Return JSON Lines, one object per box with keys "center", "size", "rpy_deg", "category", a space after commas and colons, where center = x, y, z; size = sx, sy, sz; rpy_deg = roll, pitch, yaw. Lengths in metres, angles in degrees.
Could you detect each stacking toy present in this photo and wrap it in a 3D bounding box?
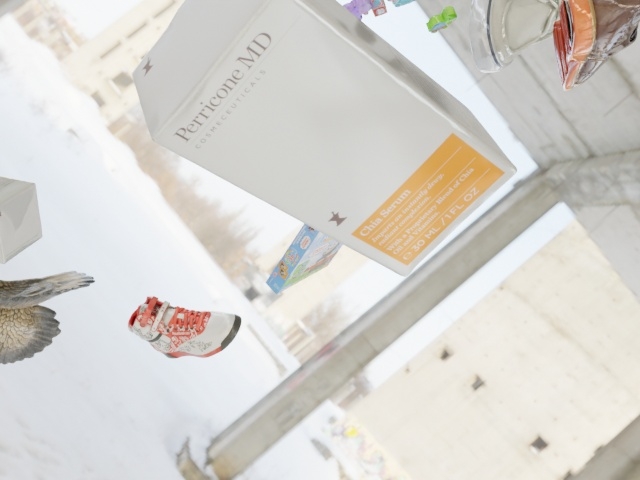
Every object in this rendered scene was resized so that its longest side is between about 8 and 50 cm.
{"center": [0.096, -0.388, 1.302], "size": [0.052, 0.221, 0.166], "rpy_deg": [44, 30, -64], "category": "stacking toy"}

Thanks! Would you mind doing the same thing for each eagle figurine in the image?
{"center": [-0.557, 0.090, 1.337], "size": [0.298, 0.225, 0.226], "rpy_deg": [32, -5, -17], "category": "eagle figurine"}

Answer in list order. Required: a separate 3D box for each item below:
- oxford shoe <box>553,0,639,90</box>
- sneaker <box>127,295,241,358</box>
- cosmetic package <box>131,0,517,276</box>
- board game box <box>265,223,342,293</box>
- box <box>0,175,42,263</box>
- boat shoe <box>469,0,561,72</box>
{"center": [0.363, -0.260, 1.060], "size": [0.271, 0.099, 0.096], "rpy_deg": [-1, 82, -79], "category": "oxford shoe"}
{"center": [-0.294, 0.174, 1.681], "size": [0.270, 0.090, 0.145], "rpy_deg": [-17, -48, 45], "category": "sneaker"}
{"center": [0.019, -0.149, 1.030], "size": [0.453, 0.230, 0.161], "rpy_deg": [27, 25, -39], "category": "cosmetic package"}
{"center": [0.000, 0.000, 1.515], "size": [0.039, 0.160, 0.211], "rpy_deg": [47, -47, 15], "category": "board game box"}
{"center": [-0.502, -0.035, 1.256], "size": [0.087, 0.101, 0.101], "rpy_deg": [11, -61, 16], "category": "box"}
{"center": [0.366, -0.397, 1.318], "size": [0.157, 0.367, 0.135], "rpy_deg": [0, -53, 35], "category": "boat shoe"}
